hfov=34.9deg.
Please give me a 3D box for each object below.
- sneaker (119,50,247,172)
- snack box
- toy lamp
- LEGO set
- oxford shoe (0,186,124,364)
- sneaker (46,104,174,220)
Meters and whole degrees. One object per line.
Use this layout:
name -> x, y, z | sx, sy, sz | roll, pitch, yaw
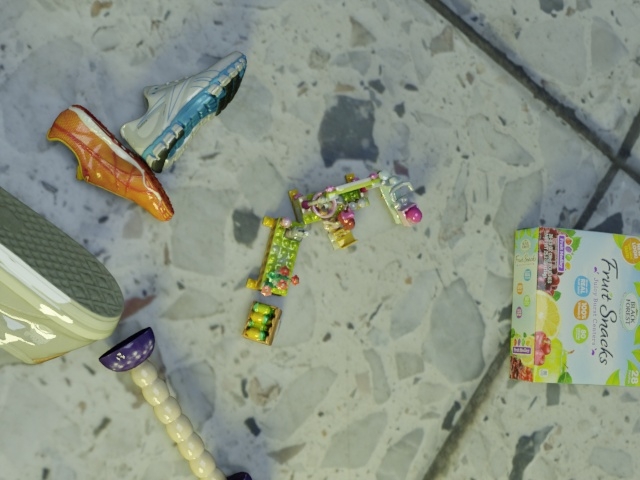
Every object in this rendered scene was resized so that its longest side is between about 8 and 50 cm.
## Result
sneaker -> -0.165, -0.172, 1.218 | 0.083, 0.071, 0.191 | 36, 64, 10
snack box -> 0.351, 0.091, 1.382 | 0.174, 0.070, 0.207 | 6, 85, -19
toy lamp -> -0.153, 0.232, 1.186 | 0.080, 0.080, 0.275 | -32, 97, -19
LEGO set -> 0.000, 0.000, 1.241 | 0.287, 0.107, 0.132 | -40, 100, -18
oxford shoe -> -0.414, -0.024, 1.080 | 0.449, 0.169, 0.130 | 42, 110, -11
sneaker -> -0.243, -0.081, 1.192 | 0.175, 0.064, 0.067 | 43, 93, -7
